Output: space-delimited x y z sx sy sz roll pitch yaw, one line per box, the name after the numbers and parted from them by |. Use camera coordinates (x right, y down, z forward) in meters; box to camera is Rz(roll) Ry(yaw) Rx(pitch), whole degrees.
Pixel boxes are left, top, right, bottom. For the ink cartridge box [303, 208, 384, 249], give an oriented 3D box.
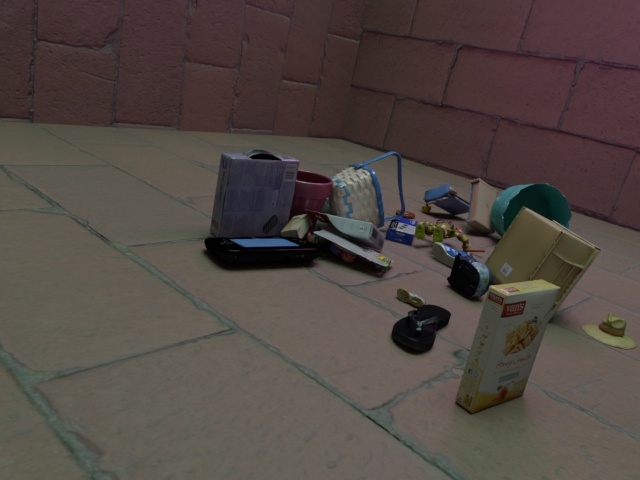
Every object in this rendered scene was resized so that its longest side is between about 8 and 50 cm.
0.075 -0.033 1.766 0.233 0.066 0.189 9 -9 20 | ink cartridge box

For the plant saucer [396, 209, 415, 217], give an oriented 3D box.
0.363 -0.112 2.357 0.084 0.013 0.083 10 17 -3 | plant saucer

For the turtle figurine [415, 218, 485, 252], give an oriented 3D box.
0.448 -0.026 1.978 0.270 0.087 0.217 31 19 31 | turtle figurine

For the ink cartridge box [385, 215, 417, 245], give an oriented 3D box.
0.303 -0.040 2.044 0.097 0.046 0.207 15 18 9 | ink cartridge box

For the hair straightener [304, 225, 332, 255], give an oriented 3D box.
0.000 0.000 1.718 0.089 0.047 0.230 9 14 -8 | hair straightener

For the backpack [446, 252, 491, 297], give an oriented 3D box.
0.437 0.105 1.584 0.084 0.104 0.114 1 26 -28 | backpack

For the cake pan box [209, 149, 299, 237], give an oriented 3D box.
-0.198 -0.139 1.672 0.246 0.266 0.070 -6 27 -39 | cake pan box

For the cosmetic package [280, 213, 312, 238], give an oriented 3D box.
-0.074 -0.039 1.734 0.060 0.041 0.115 -9 24 24 | cosmetic package

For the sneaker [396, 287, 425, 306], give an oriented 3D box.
0.238 0.152 1.448 0.083 0.031 0.037 30 11 34 | sneaker

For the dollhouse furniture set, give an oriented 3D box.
0.635 -0.104 2.428 0.287 0.198 0.303 26 -24 -32 | dollhouse furniture set

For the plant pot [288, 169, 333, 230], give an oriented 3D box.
-0.070 -0.135 1.878 0.202 0.180 0.201 11 18 -4 | plant pot

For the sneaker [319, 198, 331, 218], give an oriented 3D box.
-0.040 -0.154 2.053 0.300 0.121 0.111 2 20 -28 | sneaker

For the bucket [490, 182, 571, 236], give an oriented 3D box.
0.826 -0.096 2.193 0.282 0.280 0.183 10 9 -4 | bucket

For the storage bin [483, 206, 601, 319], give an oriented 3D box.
0.612 0.065 1.582 0.123 0.260 0.262 26 15 -12 | storage bin

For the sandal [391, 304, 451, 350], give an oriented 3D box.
0.237 0.186 1.287 0.097 0.054 0.254 19 19 21 | sandal

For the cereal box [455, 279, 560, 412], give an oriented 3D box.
0.350 0.194 1.031 0.173 0.240 0.047 -3 22 -37 | cereal box

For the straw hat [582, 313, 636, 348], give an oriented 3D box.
0.790 0.231 1.491 0.145 0.061 0.144 11 18 -4 | straw hat

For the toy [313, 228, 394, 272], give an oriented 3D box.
0.096 0.037 1.655 0.237 0.056 0.137 23 11 15 | toy

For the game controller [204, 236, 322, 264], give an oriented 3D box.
-0.157 0.018 1.539 0.319 0.067 0.166 0 21 -35 | game controller

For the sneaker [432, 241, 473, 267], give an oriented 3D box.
0.446 0.050 1.830 0.085 0.058 0.152 -7 29 -32 | sneaker

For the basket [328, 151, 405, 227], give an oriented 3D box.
0.171 -0.168 1.974 0.289 0.254 0.201 -16 24 -17 | basket
